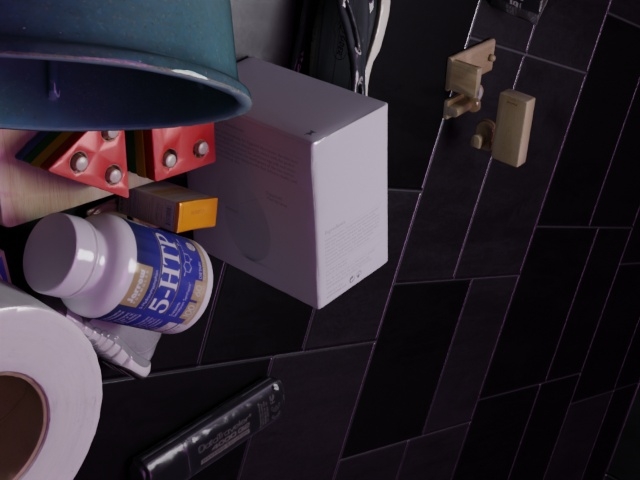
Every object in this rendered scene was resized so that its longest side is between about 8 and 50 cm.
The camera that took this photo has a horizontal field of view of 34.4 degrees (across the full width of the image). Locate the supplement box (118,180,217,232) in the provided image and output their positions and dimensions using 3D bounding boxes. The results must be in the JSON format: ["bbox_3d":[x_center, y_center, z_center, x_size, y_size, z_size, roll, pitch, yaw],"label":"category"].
[{"bbox_3d":[-0.174,-0.040,1.178,0.062,0.098,0.036,-12,114,-50],"label":"supplement box"}]

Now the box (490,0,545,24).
[{"bbox_3d":[0.377,-0.553,1.531,0.394,0.097,0.318,-64,169,-1],"label":"box"}]

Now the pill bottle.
[{"bbox_3d":[-0.215,0.032,1.099,0.187,0.112,0.112,19,94,-51],"label":"pill bottle"}]

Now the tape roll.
[{"bbox_3d":[-0.357,0.178,1.013,0.286,0.100,0.286,-31,133,-40],"label":"tape roll"}]

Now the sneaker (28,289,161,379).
[{"bbox_3d":[-0.248,0.066,1.210,0.132,0.086,0.228,-63,153,-16],"label":"sneaker"}]

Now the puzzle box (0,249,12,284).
[{"bbox_3d":[-0.420,0.227,1.093,0.272,0.052,0.408,-34,134,-38],"label":"puzzle box"}]

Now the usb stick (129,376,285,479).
[{"bbox_3d":[-0.157,0.280,1.478,0.278,0.045,0.077,-28,124,-41],"label":"usb stick"}]

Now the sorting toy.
[{"bbox_3d":[-0.220,-0.160,1.069,0.255,0.089,0.257,-24,123,-44],"label":"sorting toy"}]

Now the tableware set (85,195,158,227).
[{"bbox_3d":[-0.222,-0.064,1.206,0.141,0.020,0.168,-17,122,-49],"label":"tableware set"}]

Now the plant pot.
[{"bbox_3d":[-0.221,-0.270,0.795,0.341,0.341,0.333,4,85,-54],"label":"plant pot"}]

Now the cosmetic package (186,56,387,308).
[{"bbox_3d":[-0.043,-0.076,1.253,0.138,0.224,0.224,-34,135,-37],"label":"cosmetic package"}]

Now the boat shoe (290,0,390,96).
[{"bbox_3d":[0.004,-0.190,1.335,0.113,0.127,0.339,-3,111,-51],"label":"boat shoe"}]

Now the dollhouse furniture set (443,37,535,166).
[{"bbox_3d":[0.297,-0.225,1.677,0.123,0.151,0.144,-30,134,-40],"label":"dollhouse furniture set"}]
